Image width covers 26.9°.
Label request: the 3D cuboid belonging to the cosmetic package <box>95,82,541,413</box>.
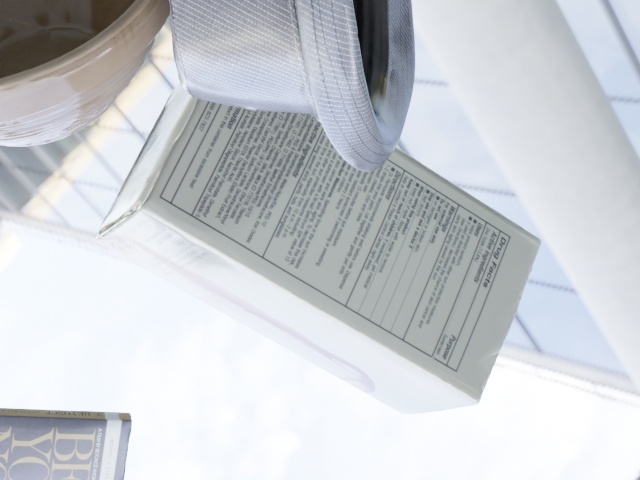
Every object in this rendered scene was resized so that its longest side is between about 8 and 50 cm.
[{"bbox_3d":[0.000,0.000,1.027,0.129,0.296,0.153,-25,-144,63],"label":"cosmetic package"}]

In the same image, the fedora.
[{"bbox_3d":[-0.024,-0.159,0.807,0.124,0.244,0.275,-5,-164,12],"label":"fedora"}]

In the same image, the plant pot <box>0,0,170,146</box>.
[{"bbox_3d":[-0.198,-0.141,0.879,0.237,0.110,0.237,-6,-129,7],"label":"plant pot"}]

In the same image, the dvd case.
[{"bbox_3d":[-0.276,0.215,1.112,0.018,0.221,0.165,-128,-134,-64],"label":"dvd case"}]
